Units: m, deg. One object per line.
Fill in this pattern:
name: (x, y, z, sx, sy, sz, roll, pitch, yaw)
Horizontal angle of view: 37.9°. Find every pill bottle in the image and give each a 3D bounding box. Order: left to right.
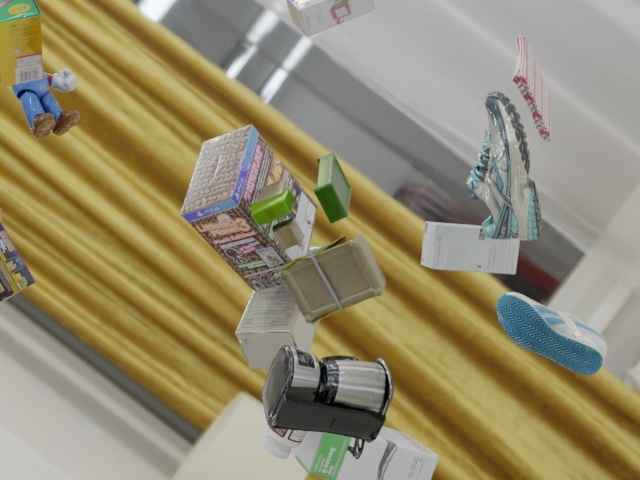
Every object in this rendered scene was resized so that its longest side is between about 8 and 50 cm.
pill bottle: (-0.063, 0.384, 1.988, 0.152, 0.086, 0.086, -61, -3, 6)

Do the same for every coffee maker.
coffee maker: (0.004, 0.256, 1.451, 0.120, 0.178, 0.171, -157, 79, -72)

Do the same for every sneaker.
sneaker: (0.314, -0.123, 1.666, 0.122, 0.283, 0.110, -9, 20, 17)
sneaker: (0.446, 0.173, 1.812, 0.092, 0.228, 0.087, -36, -24, -56)

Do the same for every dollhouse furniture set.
dollhouse furniture set: (0.000, 0.000, 2.022, 0.197, 0.302, 0.151, -22, 24, 13)

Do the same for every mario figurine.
mario figurine: (-0.710, -0.416, 2.270, 0.170, 0.321, 0.198, -34, -5, -4)

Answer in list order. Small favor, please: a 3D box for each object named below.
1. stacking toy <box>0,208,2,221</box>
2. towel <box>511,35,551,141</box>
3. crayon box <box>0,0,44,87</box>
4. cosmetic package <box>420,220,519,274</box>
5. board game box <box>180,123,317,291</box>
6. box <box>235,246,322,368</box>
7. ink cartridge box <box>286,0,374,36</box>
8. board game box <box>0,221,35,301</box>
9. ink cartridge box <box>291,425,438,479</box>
stacking toy: (-0.896, -0.151, 2.314, 0.175, 0.302, 0.165, -41, 21, -12)
towel: (0.458, -0.326, 2.015, 0.029, 0.197, 0.144, -12, 44, 26)
crayon box: (-0.668, -0.360, 1.753, 0.278, 0.081, 0.165, -18, -31, -26)
cosmetic package: (0.378, 0.019, 2.354, 0.085, 0.231, 0.117, -157, 70, -73)
board game box: (-0.153, -0.069, 2.114, 0.141, 0.291, 0.232, -16, 42, 28)
box: (-0.081, 0.157, 2.242, 0.311, 0.147, 0.121, -68, -32, -48)
ink cartridge box: (0.015, -0.387, 1.512, 0.122, 0.052, 0.088, -23, 36, -7)
board game box: (-0.679, 0.043, 1.914, 0.141, 0.170, 0.048, -25, 6, 35)
ink cartridge box: (0.092, 0.484, 2.132, 0.122, 0.289, 0.211, -70, 16, -1)
